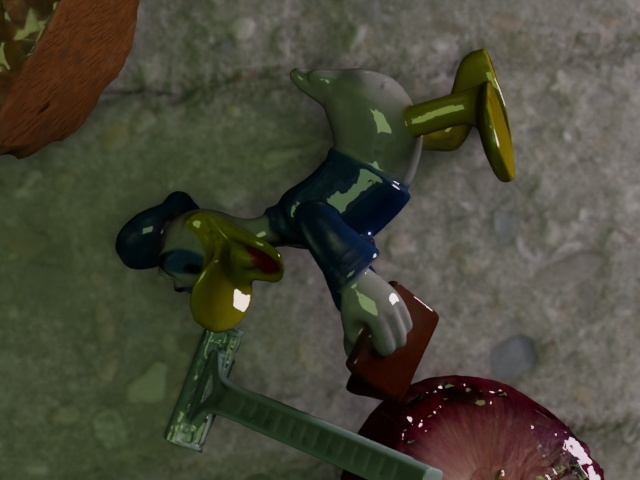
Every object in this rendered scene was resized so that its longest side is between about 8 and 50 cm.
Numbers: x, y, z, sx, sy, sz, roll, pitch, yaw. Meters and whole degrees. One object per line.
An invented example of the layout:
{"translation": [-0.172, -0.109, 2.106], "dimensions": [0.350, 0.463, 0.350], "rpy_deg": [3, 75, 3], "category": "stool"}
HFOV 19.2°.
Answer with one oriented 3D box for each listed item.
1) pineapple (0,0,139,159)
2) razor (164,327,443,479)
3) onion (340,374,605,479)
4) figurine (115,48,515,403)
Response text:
{"translation": [-0.328, -0.232, 1.506], "dimensions": [0.357, 0.223, 0.223], "rpy_deg": [37, 86, 12], "category": "pineapple"}
{"translation": [-0.019, 0.151, 1.525], "dimensions": [0.056, 0.278, 0.111], "rpy_deg": [22, 87, -47], "category": "razor"}
{"translation": [0.126, 0.231, 1.574], "dimensions": [0.248, 0.161, 0.248], "rpy_deg": [0, 87, -7], "category": "onion"}
{"translation": [0.000, 0.000, 1.571], "dimensions": [0.338, 0.204, 0.283], "rpy_deg": [-9, 87, 8], "category": "figurine"}
